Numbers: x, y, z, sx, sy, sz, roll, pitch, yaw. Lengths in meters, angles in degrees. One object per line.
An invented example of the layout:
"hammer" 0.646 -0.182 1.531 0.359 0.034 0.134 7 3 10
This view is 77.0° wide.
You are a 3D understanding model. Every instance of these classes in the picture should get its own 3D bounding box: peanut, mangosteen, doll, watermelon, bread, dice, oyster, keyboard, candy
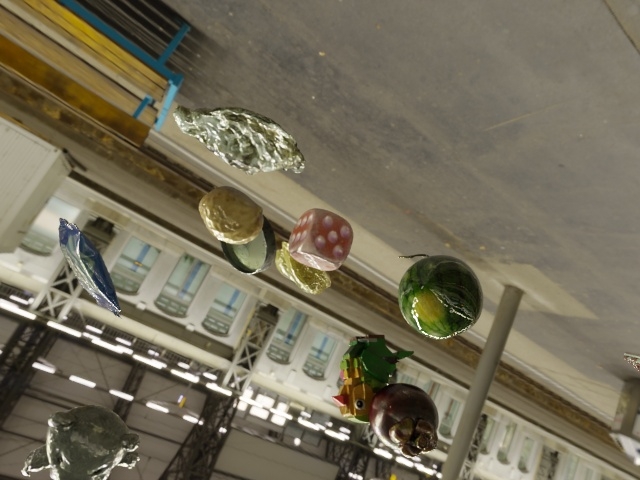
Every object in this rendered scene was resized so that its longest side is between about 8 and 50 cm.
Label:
"peanut" -0.213 -0.061 0.967 0.159 0.109 0.140 29 -155 -30
"mangosteen" 0.156 0.329 0.728 0.140 0.140 0.140 24 166 6
"doll" -0.563 0.532 0.959 0.246 0.340 0.158 21 -151 -23
"watermelon" 0.292 0.117 0.985 0.204 0.232 0.127 -2 150 14
"bread" -0.058 0.065 0.924 0.150 0.065 0.187 25 161 28
"dice" 0.000 0.000 0.753 0.091 0.094 0.093 29 159 -22
"oyster" -0.108 -0.141 0.568 0.177 0.064 0.125 15 154 12
"keyboard" 0.493 0.194 0.596 0.055 0.017 0.166 45 -170 27
"doll" 0.102 0.284 0.836 0.134 0.186 0.106 32 150 -6
"candy" -0.714 0.087 1.247 0.187 0.077 0.331 10 124 42

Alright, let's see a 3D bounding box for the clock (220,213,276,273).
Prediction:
"clock" -0.231 0.002 1.256 0.215 0.214 0.042 17 -158 32
